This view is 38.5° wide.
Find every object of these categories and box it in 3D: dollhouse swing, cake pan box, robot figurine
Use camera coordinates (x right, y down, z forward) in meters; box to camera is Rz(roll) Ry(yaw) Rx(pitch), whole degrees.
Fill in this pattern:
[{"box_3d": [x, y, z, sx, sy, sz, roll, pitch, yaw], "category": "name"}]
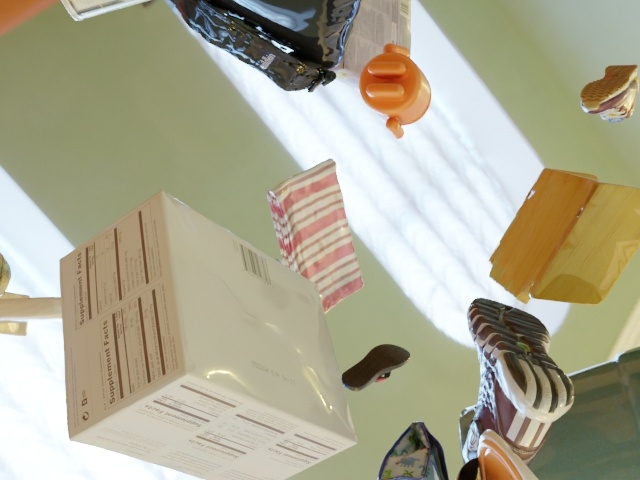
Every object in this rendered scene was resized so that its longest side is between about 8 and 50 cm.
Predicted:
[{"box_3d": [0.539, 0.022, 1.690, 0.315, 0.305, 0.347, -60, -173, 6], "category": "dollhouse swing"}, {"box_3d": [0.108, -0.469, 2.042, 0.070, 0.267, 0.246, -3, 172, 38], "category": "cake pan box"}, {"box_3d": [0.153, -0.302, 1.834, 0.128, 0.158, 0.219, -36, 166, 11], "category": "robot figurine"}]

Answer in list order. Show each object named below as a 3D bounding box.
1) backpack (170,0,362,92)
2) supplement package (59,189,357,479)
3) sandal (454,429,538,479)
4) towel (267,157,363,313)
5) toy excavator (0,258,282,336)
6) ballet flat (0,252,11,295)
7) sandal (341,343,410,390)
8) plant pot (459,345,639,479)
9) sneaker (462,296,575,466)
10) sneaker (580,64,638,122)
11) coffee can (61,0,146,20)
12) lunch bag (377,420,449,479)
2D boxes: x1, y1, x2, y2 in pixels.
[{"box_3d": [-0.067, -0.365, 1.184, 0.276, 0.263, 0.213, 113, -8, -62], "category": "backpack"}, {"box_3d": [-0.112, 0.112, 0.921, 0.145, 0.262, 0.204, -31, -128, 21], "category": "supplement package"}, {"box_3d": [0.142, 0.272, 0.756, 0.076, 0.265, 0.102, -22, -141, -17], "category": "sandal"}, {"box_3d": [0.000, 0.000, 1.232, 0.029, 0.197, 0.144, 0, -158, 36], "category": "towel"}, {"box_3d": [-0.346, 0.128, 1.655, 0.433, 0.445, 0.222, -8, -105, 44], "category": "toy excavator"}, {"box_3d": [-0.616, -0.040, 1.403, 0.123, 0.348, 0.123, -42, 170, -9], "category": "ballet flat"}, {"box_3d": [0.105, 0.254, 1.800, 0.179, 0.067, 0.040, -25, 134, -39], "category": "sandal"}, {"box_3d": [0.397, 0.337, 1.353, 0.334, 0.341, 0.341, -16, -164, 12], "category": "plant pot"}, {"box_3d": [0.205, 0.180, 1.087, 0.281, 0.106, 0.162, -76, -174, -73], "category": "sneaker"}, {"box_3d": [0.471, -0.222, 1.473, 0.069, 0.084, 0.185, 6, -151, 36], "category": "sneaker"}, {"box_3d": [-0.368, -0.557, 1.767, 0.275, 0.201, 0.201, -14, -166, 4], "category": "coffee can"}, {"box_3d": [0.158, 0.383, 1.464, 0.096, 0.129, 0.151, -7, -159, 18], "category": "lunch bag"}]
